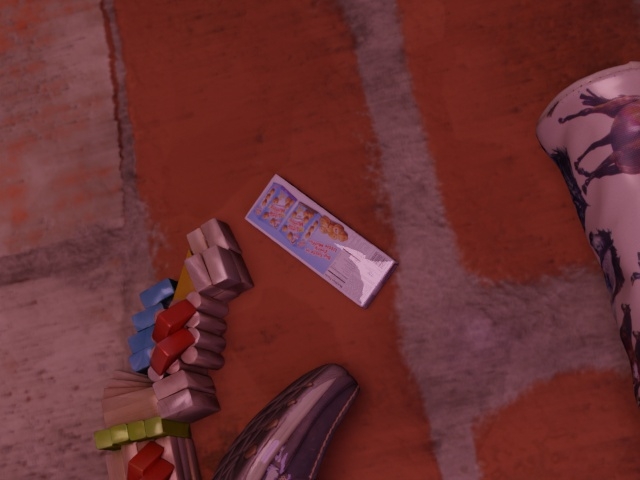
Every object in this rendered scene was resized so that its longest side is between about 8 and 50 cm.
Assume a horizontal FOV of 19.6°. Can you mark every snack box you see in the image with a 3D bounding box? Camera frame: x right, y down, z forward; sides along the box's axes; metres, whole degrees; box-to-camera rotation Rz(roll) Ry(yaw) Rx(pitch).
[{"bbox_3d":[0.000,0.000,2.085,0.178,0.022,0.064,37,95,21],"label":"snack box"}]

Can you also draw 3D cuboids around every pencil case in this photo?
[{"bbox_3d":[0.352,0.032,1.888,0.159,0.183,0.410,-13,75,-12],"label":"pencil case"}]

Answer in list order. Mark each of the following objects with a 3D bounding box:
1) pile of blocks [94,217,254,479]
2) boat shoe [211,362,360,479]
[{"bbox_3d":[-0.183,0.144,2.076,0.149,0.112,0.362,10,84,20],"label":"pile of blocks"},{"bbox_3d":[-0.059,0.297,2.012,0.130,0.132,0.355,37,83,-11],"label":"boat shoe"}]
